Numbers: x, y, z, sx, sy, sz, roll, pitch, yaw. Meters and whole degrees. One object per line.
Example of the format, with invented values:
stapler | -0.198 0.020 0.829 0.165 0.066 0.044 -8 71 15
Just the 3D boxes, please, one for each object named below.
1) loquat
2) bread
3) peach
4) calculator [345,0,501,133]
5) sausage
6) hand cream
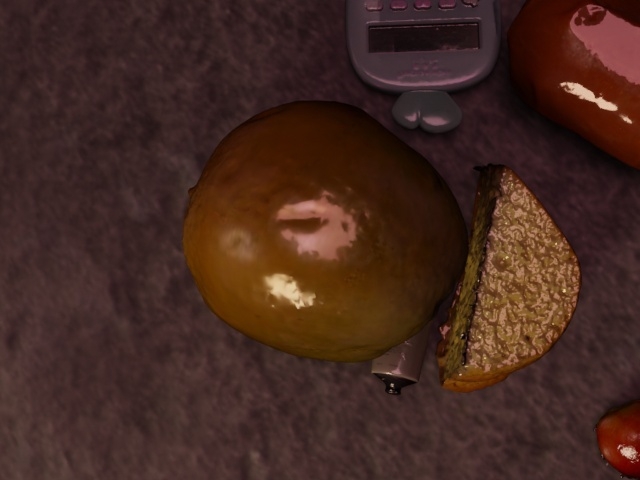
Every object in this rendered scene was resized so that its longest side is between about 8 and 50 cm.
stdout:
loquat | 0.000 0.000 0.880 0.284 0.276 0.276 34 87 7
bread | 0.217 0.047 0.933 0.134 0.129 0.260 10 85 -3
peach | 0.359 0.223 0.937 0.098 0.061 0.098 0 78 -1
calculator | 0.122 -0.271 1.016 0.185 0.041 0.299 -2 82 3
sausage | 0.332 -0.181 0.936 0.268 0.153 0.141 35 128 6
hand cream | 0.098 0.084 0.976 0.087 0.054 0.186 10 78 9
